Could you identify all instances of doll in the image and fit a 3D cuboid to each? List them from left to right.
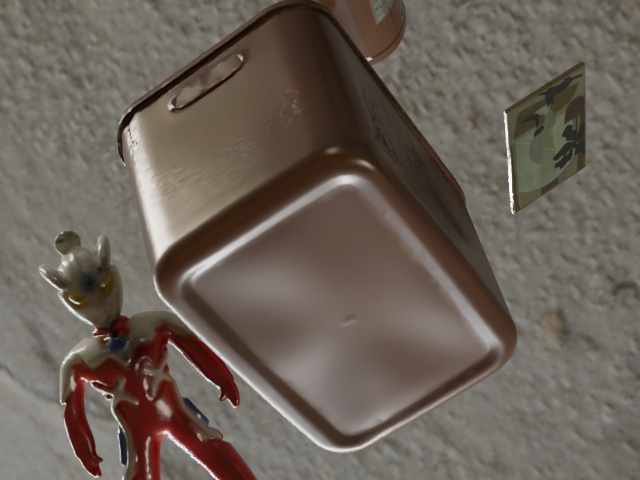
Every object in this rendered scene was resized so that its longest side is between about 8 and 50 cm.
[{"bbox_3d":[-0.194,0.163,1.421,0.384,0.188,0.099,63,169,-1],"label":"doll"}]

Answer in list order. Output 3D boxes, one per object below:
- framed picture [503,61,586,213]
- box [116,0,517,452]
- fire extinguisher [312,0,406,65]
[{"bbox_3d":[0.310,-0.137,1.789,0.010,0.136,0.201,44,159,37],"label":"framed picture"},{"bbox_3d":[0.000,0.000,1.197,0.339,0.239,0.229,48,-165,-38],"label":"box"},{"bbox_3d":[0.005,-0.256,1.445,0.113,0.200,0.376,42,178,20],"label":"fire extinguisher"}]
